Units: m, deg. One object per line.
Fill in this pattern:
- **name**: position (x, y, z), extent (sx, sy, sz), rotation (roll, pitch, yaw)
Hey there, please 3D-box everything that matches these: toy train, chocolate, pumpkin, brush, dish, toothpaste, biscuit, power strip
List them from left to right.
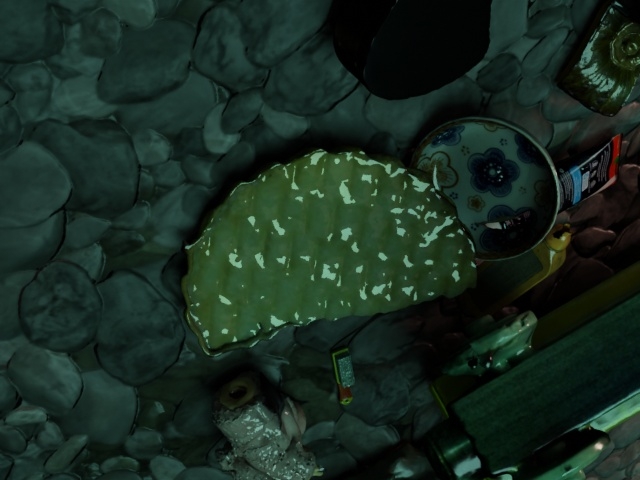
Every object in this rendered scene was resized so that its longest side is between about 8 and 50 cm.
- **biscuit**: position (0.000, 0.000, 0.932), extent (0.273, 0.036, 0.187), rotation (-12, 122, 0)
- **brush**: position (0.026, 0.148, 1.097), extent (0.018, 0.021, 0.083), rotation (-19, 131, -15)
- **chocolate**: position (0.077, -0.188, 0.830), extent (0.125, 0.080, 0.149), rotation (10, 113, -45)
- **dish**: position (0.159, -0.060, 0.969), extent (0.141, 0.078, 0.141), rotation (11, 118, 21)
- **power strip**: position (0.193, 0.027, 1.020), extent (0.028, 0.049, 0.178), rotation (-24, 166, -32)
- **toothpaste**: position (0.220, -0.041, 1.036), extent (0.193, 0.045, 0.071), rotation (-28, 141, -11)
- **pumpkin**: position (0.266, -0.172, 0.964), extent (0.073, 0.035, 0.101), rotation (19, 118, -23)
- **toy train**: position (0.296, 0.109, 1.047), extent (0.442, 0.179, 0.272), rotation (-29, 169, -3)

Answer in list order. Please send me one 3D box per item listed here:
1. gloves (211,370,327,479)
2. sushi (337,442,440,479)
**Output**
- **gloves**: position (-0.060, 0.201, 1.047), extent (0.094, 0.110, 0.144), rotation (-22, 103, 1)
- **sushi**: position (0.110, 0.429, 1.182), extent (0.299, 0.281, 0.294), rotation (-30, 134, -18)
